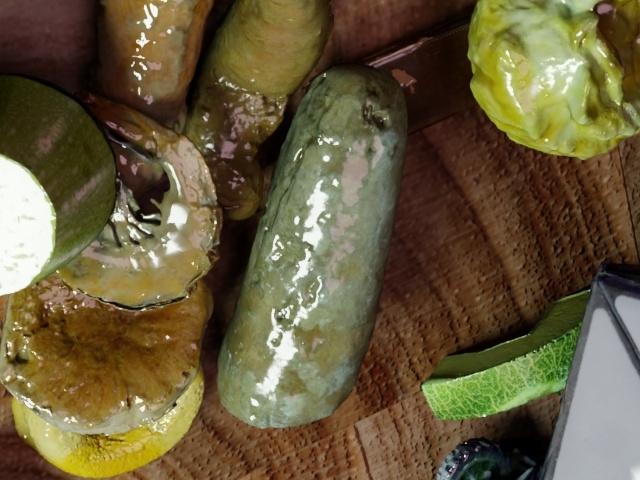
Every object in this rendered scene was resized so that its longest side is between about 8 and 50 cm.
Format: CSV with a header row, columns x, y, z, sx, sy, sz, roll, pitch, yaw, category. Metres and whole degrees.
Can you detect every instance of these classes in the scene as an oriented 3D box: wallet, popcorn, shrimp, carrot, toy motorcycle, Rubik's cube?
x,y,z,sx,sy,sz,roll,pitch,yaw,category
0.072,-0.133,1.621,0.176,0.026,0.095,-25,127,-8,wallet
0.226,-0.182,1.571,0.204,0.183,0.221,13,95,-49,popcorn
-0.186,-0.047,1.462,0.173,0.058,0.253,-39,104,20,shrimp
-0.145,-0.132,1.478,0.102,0.102,0.263,1,115,-26,carrot
0.217,0.284,1.858,0.270,0.106,0.159,10,104,-33,toy motorcycle
0.408,0.202,1.714,0.307,0.305,0.310,5,99,-54,Rubik's cube

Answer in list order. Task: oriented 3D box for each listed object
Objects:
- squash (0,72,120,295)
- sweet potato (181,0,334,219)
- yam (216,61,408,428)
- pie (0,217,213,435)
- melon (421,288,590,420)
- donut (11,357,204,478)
x,y,z,sx,sy,sz,roll,pitch,yaw,category
-0.247,-0.035,1.386,0.170,0.123,0.170,2,111,5,squash
-0.050,-0.148,1.494,0.098,0.124,0.310,17,132,-4,sweet potato
0.000,0.000,1.588,0.133,0.133,0.330,2,116,-26,yam
-0.180,0.069,1.539,0.195,0.046,0.195,1,84,-11,pie
0.199,0.116,1.762,0.209,0.118,0.064,-21,107,0,melon
-0.183,0.139,1.614,0.178,0.065,0.162,-38,124,-5,donut
